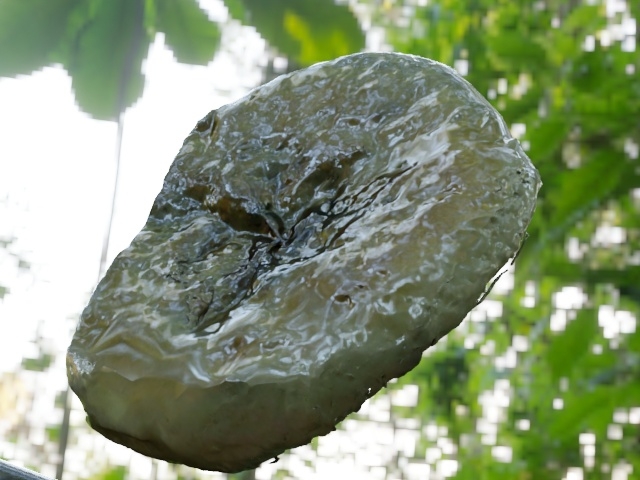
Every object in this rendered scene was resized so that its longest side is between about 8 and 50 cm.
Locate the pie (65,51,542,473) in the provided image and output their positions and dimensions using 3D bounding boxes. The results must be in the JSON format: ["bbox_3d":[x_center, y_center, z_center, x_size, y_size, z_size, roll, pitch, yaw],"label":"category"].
[{"bbox_3d":[0.001,0.003,0.737,0.185,0.218,0.052,-2,-48,29],"label":"pie"}]

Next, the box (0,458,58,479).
[{"bbox_3d":[-0.156,0.144,0.778,0.244,0.103,0.055,22,-40,-12],"label":"box"}]
